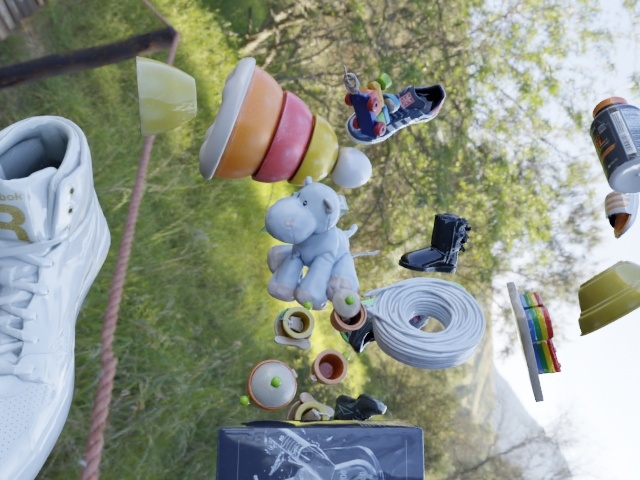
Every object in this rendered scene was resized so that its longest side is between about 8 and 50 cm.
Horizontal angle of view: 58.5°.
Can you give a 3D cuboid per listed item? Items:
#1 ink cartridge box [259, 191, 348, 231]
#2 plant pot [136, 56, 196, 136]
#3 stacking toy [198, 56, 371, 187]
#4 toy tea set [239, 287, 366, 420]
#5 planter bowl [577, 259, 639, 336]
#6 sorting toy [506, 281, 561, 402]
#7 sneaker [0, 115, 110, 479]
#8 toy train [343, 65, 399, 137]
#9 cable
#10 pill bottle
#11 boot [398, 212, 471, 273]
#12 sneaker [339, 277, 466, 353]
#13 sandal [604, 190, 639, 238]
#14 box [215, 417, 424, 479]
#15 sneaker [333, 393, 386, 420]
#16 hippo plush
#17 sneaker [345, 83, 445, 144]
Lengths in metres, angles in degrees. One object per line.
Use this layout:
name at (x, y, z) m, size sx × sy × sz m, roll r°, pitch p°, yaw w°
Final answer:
ink cartridge box at (-0.053, -0.057, 1.657) m, size 0.235 × 0.171 × 0.056 m, roll -45°, pitch -127°, yaw 48°
plant pot at (-0.266, -0.248, 0.992) m, size 0.134 × 0.095 × 0.134 m, roll 177°, pitch -90°, yaw -74°
stacking toy at (-0.072, -0.262, 1.603) m, size 0.350 × 0.480 × 0.350 m, roll -159°, pitch -90°, yaw -76°
toy tea set at (-0.018, 0.230, 1.155) m, size 0.336 × 0.200 × 0.124 m, roll -67°, pitch -173°, yaw -28°
planter bowl at (0.598, 0.102, 1.166) m, size 0.090 × 0.217 × 0.217 m, roll 58°, pitch -1°, yaw 15°
sorting toy at (0.605, 0.271, 1.604) m, size 0.255 × 0.090 × 0.257 m, roll -57°, pitch 132°, yaw -69°
sneaker at (-0.237, 0.033, 0.426) m, size 0.169 × 0.108 × 0.292 m, roll 103°, pitch -12°, yaw -48°
toy train at (0.147, -0.429, 1.627) m, size 0.105 × 0.143 × 0.248 m, roll 25°, pitch -28°, yaw 38°
cable at (0.247, 0.191, 1.334) m, size 0.257 × 0.257 × 0.089 m, roll 48°, pitch -33°, yaw 44°
pill bottle at (0.739, -0.242, 1.393) m, size 0.130 × 0.131 × 0.245 m, roll 71°, pitch 17°, yaw -50°
boot at (0.193, 0.003, 0.965) m, size 0.045 × 0.121 × 0.099 m, roll -139°, pitch -123°, yaw -62°
sneaker at (0.308, 0.286, 2.077) m, size 0.185 × 0.483 × 0.202 m, roll 73°, pitch -3°, yaw -58°
sandal at (0.840, -0.120, 1.607) m, size 0.102 × 0.076 × 0.265 m, roll 97°, pitch 16°, yaw -62°
box at (-0.006, 0.461, 0.895) m, size 0.179 × 0.313 × 0.343 m, roll 108°, pitch -18°, yaw -77°
sneaker at (0.130, 0.592, 1.954) m, size 0.267 × 0.101 × 0.106 m, roll -30°, pitch -152°, yaw 58°
hippo plush at (0.000, 0.000, 1.293) m, size 0.234 × 0.294 × 0.236 m, roll 53°, pitch -21°, yaw 43°
sneaker at (0.243, -0.419, 1.824) m, size 0.131 × 0.350 × 0.148 m, roll 62°, pitch -17°, yaw 7°
